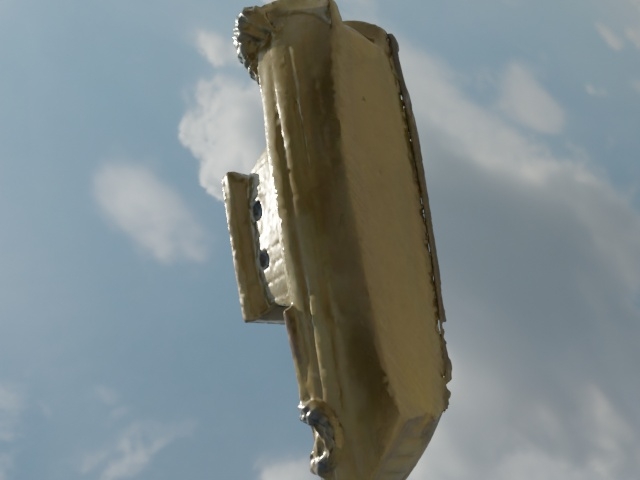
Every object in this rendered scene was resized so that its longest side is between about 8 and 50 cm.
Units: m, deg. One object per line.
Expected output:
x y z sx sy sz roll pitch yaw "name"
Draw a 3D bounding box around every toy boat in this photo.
0.000 0.000 0.545 0.089 0.121 0.321 10 -114 -48 "toy boat"
